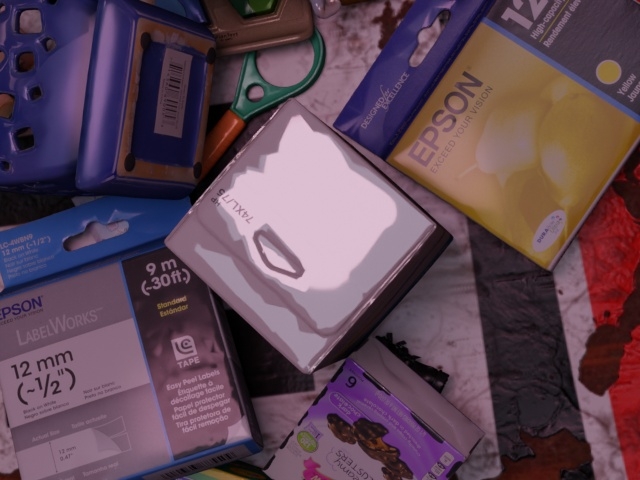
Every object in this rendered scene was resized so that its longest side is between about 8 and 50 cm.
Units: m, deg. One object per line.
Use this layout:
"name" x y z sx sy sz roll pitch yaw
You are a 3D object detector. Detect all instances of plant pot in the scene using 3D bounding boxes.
"plant pot" -0.248 -0.158 1.298 0.212 0.236 0.236 9 92 25

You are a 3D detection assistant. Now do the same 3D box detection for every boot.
"boot" 0.081 0.175 1.363 0.099 0.045 0.121 28 98 14

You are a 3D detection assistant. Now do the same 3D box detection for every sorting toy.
"sorting toy" -0.079 -0.334 1.395 0.307 0.041 0.229 -9 81 11

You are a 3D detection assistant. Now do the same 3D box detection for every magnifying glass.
"magnifying glass" -0.083 -0.167 1.413 0.092 0.026 0.231 40 95 9

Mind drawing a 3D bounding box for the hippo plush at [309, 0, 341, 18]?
"hippo plush" -0.068 -0.321 1.264 0.236 0.294 0.234 26 63 -17

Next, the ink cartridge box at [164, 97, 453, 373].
"ink cartridge box" 0.000 0.000 1.268 0.198 0.270 0.197 42 95 8

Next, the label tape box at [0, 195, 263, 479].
"label tape box" -0.232 0.102 1.329 0.249 0.115 0.348 -18 75 0

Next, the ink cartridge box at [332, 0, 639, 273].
"ink cartridge box" 0.215 -0.173 1.341 0.307 0.072 0.304 34 94 8

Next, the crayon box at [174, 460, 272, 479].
"crayon box" -0.198 0.316 1.387 0.278 0.081 0.165 17 91 10

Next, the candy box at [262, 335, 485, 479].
"candy box" 0.055 0.234 1.315 0.165 0.070 0.196 40 119 10

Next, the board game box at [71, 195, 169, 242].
"board game box" -0.240 -0.036 1.437 0.090 0.020 0.090 -31 83 6

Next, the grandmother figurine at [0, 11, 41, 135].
"grandmother figurine" -0.468 -0.281 1.447 0.342 0.104 0.208 37 84 6
